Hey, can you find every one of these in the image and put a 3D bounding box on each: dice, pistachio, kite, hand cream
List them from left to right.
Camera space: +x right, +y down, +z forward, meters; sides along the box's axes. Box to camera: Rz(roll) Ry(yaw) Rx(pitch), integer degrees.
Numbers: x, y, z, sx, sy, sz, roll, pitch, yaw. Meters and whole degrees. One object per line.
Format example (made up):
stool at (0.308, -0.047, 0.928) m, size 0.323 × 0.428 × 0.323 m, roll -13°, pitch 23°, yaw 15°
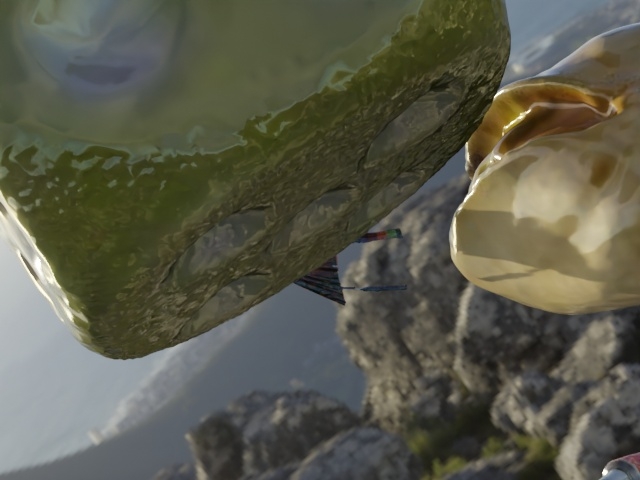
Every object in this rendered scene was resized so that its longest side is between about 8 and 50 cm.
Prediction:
dice at (-0.071, -0.102, 0.557) m, size 0.233 × 0.238 × 0.227 m, roll -34°, pitch -14°, yaw -14°
kite at (0.000, 0.000, 1.146) m, size 0.160 × 0.010 × 0.183 m, roll -6°, pitch 40°, yaw -2°
pistachio at (0.241, -0.048, 0.991) m, size 0.321 × 0.238 × 0.229 m, roll -26°, pitch 37°, yaw 52°
hand cream at (0.309, 0.191, 1.069) m, size 0.216 × 0.038 × 0.052 m, roll -15°, pitch -13°, yaw -47°
